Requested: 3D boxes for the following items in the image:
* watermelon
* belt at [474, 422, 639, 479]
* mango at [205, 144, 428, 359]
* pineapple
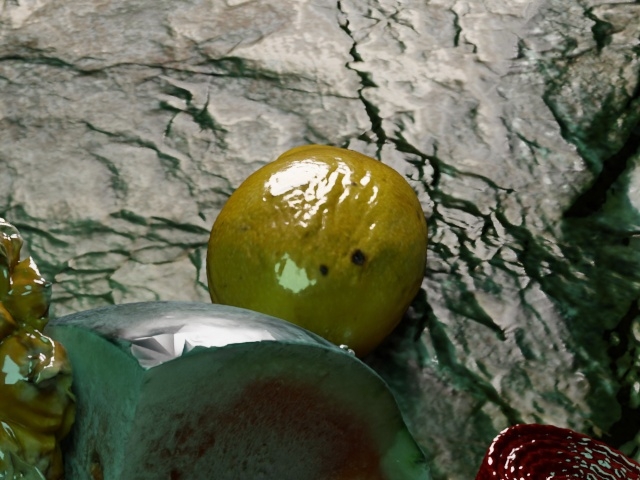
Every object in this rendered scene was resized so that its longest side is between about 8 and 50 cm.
[{"bbox_3d":[-0.081,0.140,1.016,0.320,0.289,0.213,12,71,0],"label":"watermelon"},{"bbox_3d":[0.158,0.212,0.965,0.128,0.124,0.201,-8,38,-38],"label":"belt"},{"bbox_3d":[0.000,-0.004,1.212,0.157,0.109,0.262,6,36,2],"label":"mango"},{"bbox_3d":[-0.213,0.098,0.975,0.114,0.186,0.236,7,71,-34],"label":"pineapple"}]
